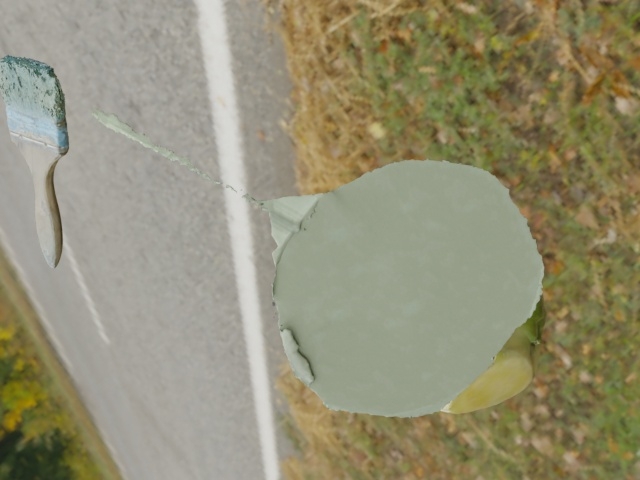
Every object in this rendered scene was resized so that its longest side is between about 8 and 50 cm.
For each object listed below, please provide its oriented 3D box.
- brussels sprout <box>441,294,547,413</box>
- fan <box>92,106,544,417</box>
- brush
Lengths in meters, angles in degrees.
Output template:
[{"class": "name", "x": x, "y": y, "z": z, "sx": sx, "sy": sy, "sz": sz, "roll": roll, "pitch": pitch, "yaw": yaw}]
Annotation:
[{"class": "brussels sprout", "x": 0.162, "y": 0.100, "z": 1.364, "sx": 0.294, "sy": 0.260, "sz": 0.227, "roll": -120, "pitch": 23, "yaw": -50}, {"class": "fan", "x": 0.000, "y": 0.000, "z": 0.623, "sx": 0.310, "sy": 0.182, "sz": 0.010, "roll": 31, "pitch": -169, "yaw": -25}, {"class": "brush", "x": -0.239, "y": -0.060, "z": 0.893, "sx": 0.070, "sy": 0.021, "sz": 0.196, "roll": 17, "pitch": 122, "yaw": 27}]
